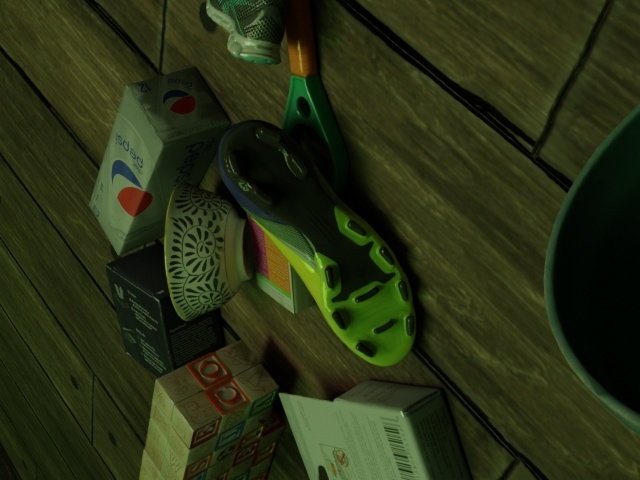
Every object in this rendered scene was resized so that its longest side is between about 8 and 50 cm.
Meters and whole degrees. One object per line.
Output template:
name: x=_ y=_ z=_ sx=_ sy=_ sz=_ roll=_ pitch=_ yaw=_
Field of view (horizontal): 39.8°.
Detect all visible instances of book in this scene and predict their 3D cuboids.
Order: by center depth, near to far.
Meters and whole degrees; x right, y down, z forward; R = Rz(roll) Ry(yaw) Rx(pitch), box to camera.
book: x=-0.051 y=0.001 z=1.026 sx=0.096 sy=0.035 sz=0.144 roll=26 pitch=130 yaw=49

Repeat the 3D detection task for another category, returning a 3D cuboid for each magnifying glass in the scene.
magnifying glass: x=-0.014 y=-0.144 z=0.886 sx=0.092 sy=0.026 sz=0.230 roll=25 pitch=129 yaw=46

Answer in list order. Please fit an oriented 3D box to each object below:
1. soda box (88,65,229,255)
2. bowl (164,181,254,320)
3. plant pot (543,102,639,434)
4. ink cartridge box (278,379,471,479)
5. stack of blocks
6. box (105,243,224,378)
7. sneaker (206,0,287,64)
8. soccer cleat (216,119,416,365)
soda box: x=-0.216 y=-0.094 z=1.136 sx=0.091 sy=0.098 sz=0.286 roll=57 pitch=146 yaw=13
bowl: x=-0.125 y=0.011 z=1.066 sx=0.170 sy=0.080 sz=0.170 roll=-3 pitch=-90 yaw=-82
plant pot: x=0.278 y=0.033 z=0.390 sx=0.196 sy=0.293 sz=0.293 roll=49 pitch=154 yaw=-25
ink cartridge box: x=0.079 y=0.292 z=1.002 sx=0.239 sy=0.060 sz=0.275 roll=-5 pitch=107 yaw=57
stack of blocks: x=-0.142 y=0.265 z=1.194 sx=0.087 sy=0.171 sz=0.297 roll=47 pitch=142 yaw=26
box: x=-0.223 y=0.109 z=1.280 sx=0.156 sy=0.093 sz=0.158 roll=25 pitch=131 yaw=46
sneaker: x=-0.065 y=-0.232 z=0.852 sx=0.166 sy=0.065 sz=0.076 roll=58 pitch=137 yaw=50
soccer cleat: x=0.001 y=-0.001 z=0.896 sx=0.289 sy=0.093 sz=0.121 roll=53 pitch=176 yaw=-7
